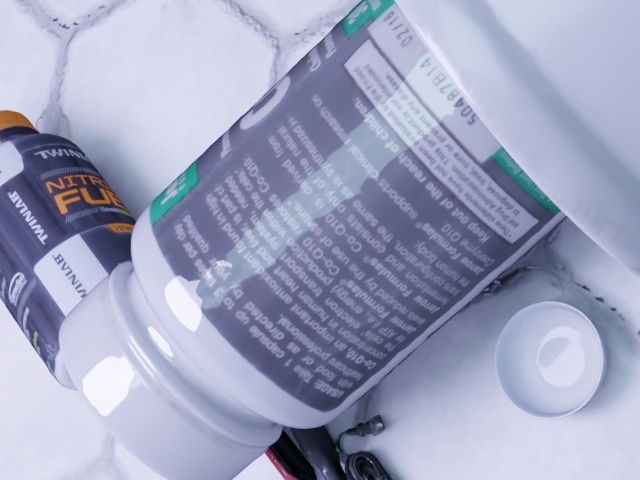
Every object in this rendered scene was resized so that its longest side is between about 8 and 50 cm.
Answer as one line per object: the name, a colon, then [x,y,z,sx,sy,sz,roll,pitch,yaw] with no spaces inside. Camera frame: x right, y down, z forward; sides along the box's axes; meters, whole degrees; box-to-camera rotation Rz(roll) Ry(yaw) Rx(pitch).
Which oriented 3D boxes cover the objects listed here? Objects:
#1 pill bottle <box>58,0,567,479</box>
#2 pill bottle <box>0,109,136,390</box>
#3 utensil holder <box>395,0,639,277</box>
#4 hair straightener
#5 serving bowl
pill bottle: [0.000,0.000,1.032,0.361,0.204,0.204,-43,63,13]
pill bottle: [-0.226,-0.002,1.244,0.130,0.130,0.246,-50,61,18]
utensil holder: [0.265,-0.210,0.846,0.385,0.327,0.328,-39,65,20]
hair straightener: [0.016,0.171,1.111,0.089,0.047,0.230,-48,56,18]
serving bowl: [0.166,0.085,1.040,0.083,0.027,0.083,-5,80,32]
